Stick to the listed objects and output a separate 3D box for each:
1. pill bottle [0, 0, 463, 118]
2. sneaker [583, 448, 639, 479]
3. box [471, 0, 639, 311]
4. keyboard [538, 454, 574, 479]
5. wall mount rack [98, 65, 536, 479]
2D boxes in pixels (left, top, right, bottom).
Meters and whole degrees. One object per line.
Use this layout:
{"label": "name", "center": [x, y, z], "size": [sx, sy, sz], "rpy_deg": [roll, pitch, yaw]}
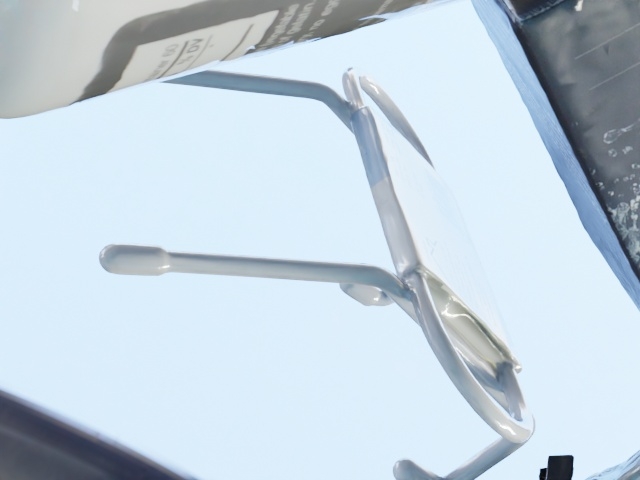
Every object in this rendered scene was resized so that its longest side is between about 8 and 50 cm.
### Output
{"label": "pill bottle", "center": [-0.076, -0.165, 0.739], "size": [0.361, 0.204, 0.204], "rpy_deg": [-18, -117, -33]}
{"label": "sneaker", "center": [0.261, 0.170, 1.227], "size": [0.129, 0.297, 0.111], "rpy_deg": [48, -153, 5]}
{"label": "box", "center": [0.130, -0.061, 0.490], "size": [0.156, 0.158, 0.093], "rpy_deg": [-30, -140, 5]}
{"label": "keyboard", "center": [0.130, 0.213, 1.107], "size": [0.023, 0.108, 0.180], "rpy_deg": [7, -130, 7]}
{"label": "wall mount rack", "center": [0.000, 0.000, 1.174], "size": [0.304, 0.130, 0.350], "rpy_deg": [43, -162, -34]}
